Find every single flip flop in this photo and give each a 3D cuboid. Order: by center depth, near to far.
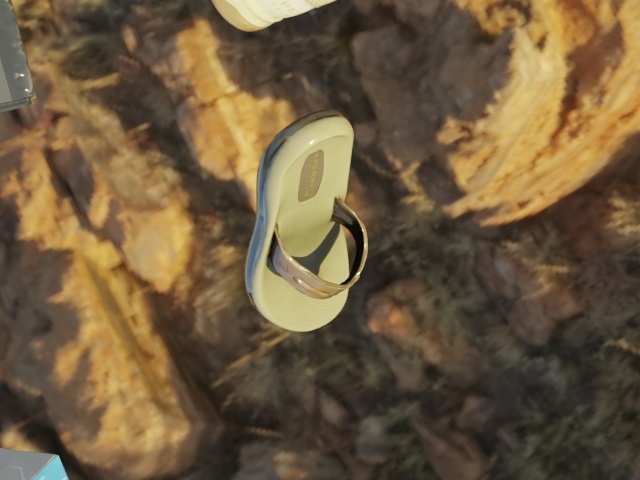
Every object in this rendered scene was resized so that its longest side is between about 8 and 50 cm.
[{"bbox_3d":[0.000,0.000,1.156,0.080,0.112,0.277,43,150,25],"label":"flip flop"}]

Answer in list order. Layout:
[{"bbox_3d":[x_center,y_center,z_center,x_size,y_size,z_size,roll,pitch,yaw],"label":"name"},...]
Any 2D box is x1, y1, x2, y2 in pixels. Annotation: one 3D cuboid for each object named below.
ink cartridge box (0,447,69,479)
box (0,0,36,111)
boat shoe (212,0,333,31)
[{"bbox_3d":[-0.396,0.405,1.835,0.134,0.078,0.231,0,119,31],"label":"ink cartridge box"},{"bbox_3d":[-0.374,-0.200,0.901,0.073,0.293,0.295,-125,23,-56],"label":"box"},{"bbox_3d":[-0.045,-0.301,0.904,0.098,0.109,0.302,-13,87,29],"label":"boat shoe"}]
